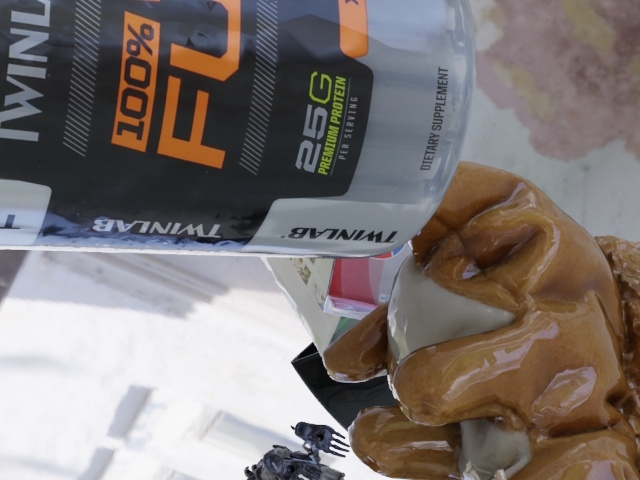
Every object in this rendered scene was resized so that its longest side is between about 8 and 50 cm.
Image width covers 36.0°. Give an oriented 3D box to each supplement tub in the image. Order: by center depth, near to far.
[{"bbox_3d":[-0.105,-0.096,0.533,0.207,0.338,0.207,-6,-97,64],"label":"supplement tub"}]

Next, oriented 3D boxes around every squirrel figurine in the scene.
[{"bbox_3d":[0.230,0.160,0.876,0.281,0.397,0.370,-63,-145,37],"label":"squirrel figurine"}]

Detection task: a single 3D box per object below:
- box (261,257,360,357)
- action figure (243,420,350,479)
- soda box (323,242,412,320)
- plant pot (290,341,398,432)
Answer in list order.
[{"bbox_3d":[0.000,0.000,1.428,0.232,0.058,0.322,57,-27,23],"label":"box"},{"bbox_3d":[-0.049,0.380,1.515,0.164,0.141,0.276,-48,175,-33],"label":"action figure"},{"bbox_3d":[0.074,-0.036,1.182,0.083,0.092,0.263,100,2,-71],"label":"soda box"},{"bbox_3d":[0.086,0.235,1.767,0.188,0.167,0.187,-21,-176,24],"label":"plant pot"}]
